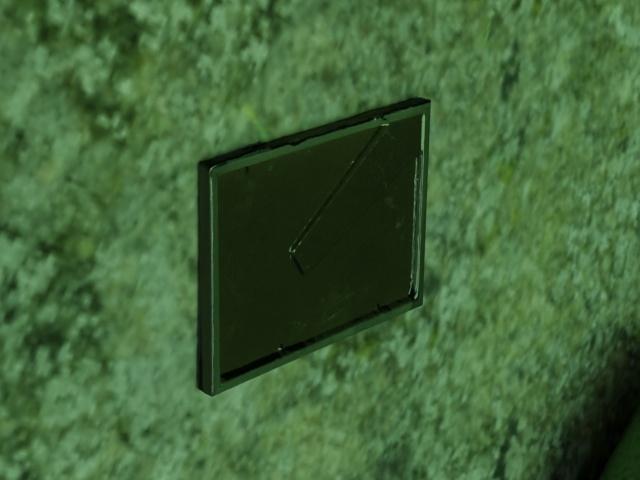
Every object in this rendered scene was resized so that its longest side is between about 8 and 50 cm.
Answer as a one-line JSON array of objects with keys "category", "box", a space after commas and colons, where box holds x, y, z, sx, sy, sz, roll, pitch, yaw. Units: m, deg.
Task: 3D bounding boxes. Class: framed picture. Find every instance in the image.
[{"category": "framed picture", "box": [0.000, 0.000, 0.785, 0.149, 0.011, 0.109, -20, 120, -44]}]

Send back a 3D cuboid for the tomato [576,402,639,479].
[{"category": "tomato", "box": [0.269, 0.214, 1.006, 0.239, 0.303, 0.303, 32, 80, -34]}]
